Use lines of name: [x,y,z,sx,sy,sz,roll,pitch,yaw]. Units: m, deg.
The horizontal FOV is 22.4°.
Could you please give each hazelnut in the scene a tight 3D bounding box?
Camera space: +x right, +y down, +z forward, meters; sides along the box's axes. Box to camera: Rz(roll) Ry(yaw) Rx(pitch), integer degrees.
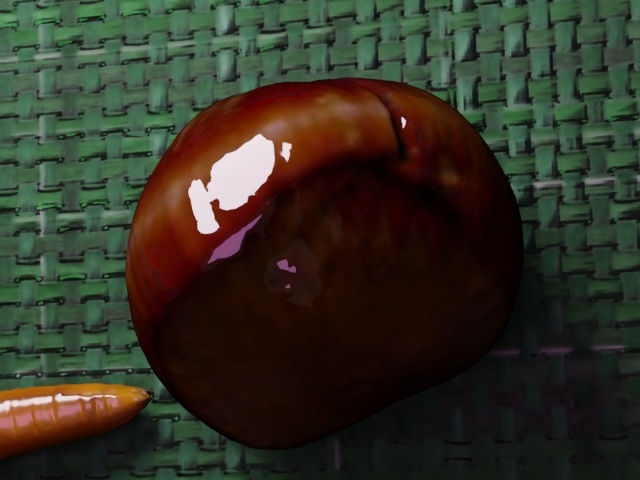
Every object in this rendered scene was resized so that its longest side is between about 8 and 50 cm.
hazelnut: [0.000,0.000,0.926,0.229,0.229,0.230,-2,83,14]

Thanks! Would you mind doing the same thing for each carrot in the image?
carrot: [-0.239,0.133,1.037,0.271,0.062,0.066,-27,45,6]
